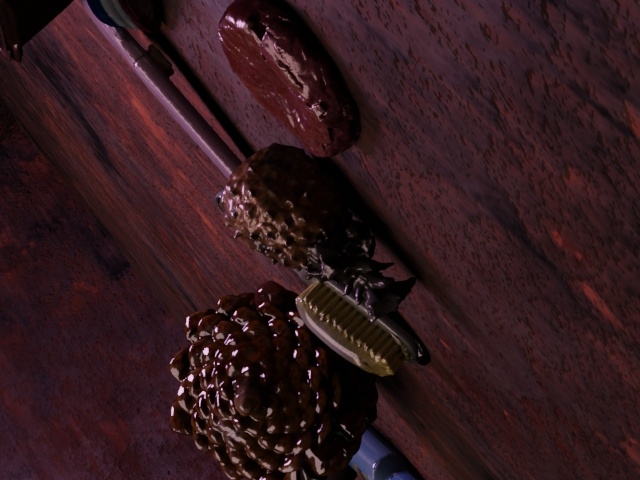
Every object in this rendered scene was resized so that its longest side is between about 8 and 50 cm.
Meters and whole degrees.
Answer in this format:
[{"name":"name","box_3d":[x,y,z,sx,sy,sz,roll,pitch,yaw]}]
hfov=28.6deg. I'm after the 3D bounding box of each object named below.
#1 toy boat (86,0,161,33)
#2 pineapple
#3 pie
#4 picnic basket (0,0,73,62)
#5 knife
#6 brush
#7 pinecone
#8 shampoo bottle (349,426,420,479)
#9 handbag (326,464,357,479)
[{"name":"toy boat","box_3d":[-0.198,-0.253,1.264,0.046,0.080,0.229,23,171,7]},{"name":"pineapple","box_3d":[0.000,0.000,1.144,0.197,0.108,0.108,43,166,18]},{"name":"pie","box_3d":[-0.028,-0.132,1.014,0.153,0.038,0.153,48,167,15]},{"name":"picnic basket","box_3d":[-0.392,-0.361,1.545,0.222,0.129,0.297,55,167,1]},{"name":"knife","box_3d":[-0.137,-0.133,1.414,0.398,0.038,0.132,50,177,4]},{"name":"brush","box_3d":[-0.016,0.053,1.328,0.297,0.060,0.068,39,161,17]},{"name":"pinecone","box_3d":[-0.047,0.186,1.520,0.264,0.264,0.264,50,168,15]},{"name":"shampoo bottle","box_3d":[0.079,0.323,1.845,0.258,0.061,0.104,37,161,53]},{"name":"handbag","box_3d":[-0.046,0.296,2.150,0.285,0.113,0.257,50,161,18]}]
